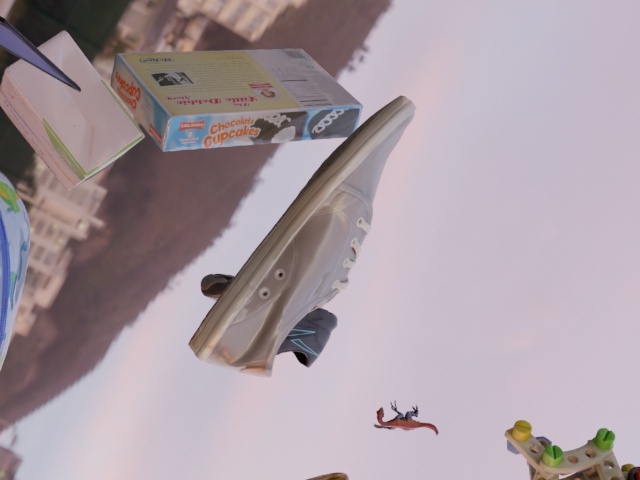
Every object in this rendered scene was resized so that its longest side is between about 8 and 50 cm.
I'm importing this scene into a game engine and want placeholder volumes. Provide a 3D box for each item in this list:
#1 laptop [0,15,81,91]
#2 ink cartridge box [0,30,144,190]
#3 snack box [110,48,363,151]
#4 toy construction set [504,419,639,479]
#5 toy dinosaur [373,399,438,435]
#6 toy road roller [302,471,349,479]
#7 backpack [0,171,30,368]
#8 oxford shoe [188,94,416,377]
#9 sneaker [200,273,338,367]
[{"bbox_3d":[-0.412,-0.193,1.168,0.264,0.234,0.137,-39,148,-39],"label":"laptop"},{"bbox_3d":[-0.419,-0.198,1.966,0.119,0.207,0.353,-39,-171,-15],"label":"ink cartridge box"},{"bbox_3d":[-0.120,-0.210,1.748,0.187,0.322,0.060,48,-46,41],"label":"snack box"},{"bbox_3d":[0.406,0.417,1.790,0.151,0.215,0.328,107,-20,-51],"label":"toy construction set"},{"bbox_3d":[0.124,0.272,1.835,0.090,0.082,0.047,11,-82,35],"label":"toy dinosaur"},{"bbox_3d":[-0.064,0.436,1.490,0.240,0.329,0.203,169,-93,-80],"label":"toy road roller"},{"bbox_3d":[-0.429,0.061,1.162,0.356,0.290,0.273,-58,170,5],"label":"backpack"},{"bbox_3d":[0.000,0.000,1.616,0.449,0.130,0.169,-54,-178,-8],"label":"oxford shoe"},{"bbox_3d":[-0.089,0.132,2.001,0.101,0.267,0.106,17,-96,60],"label":"sneaker"}]
